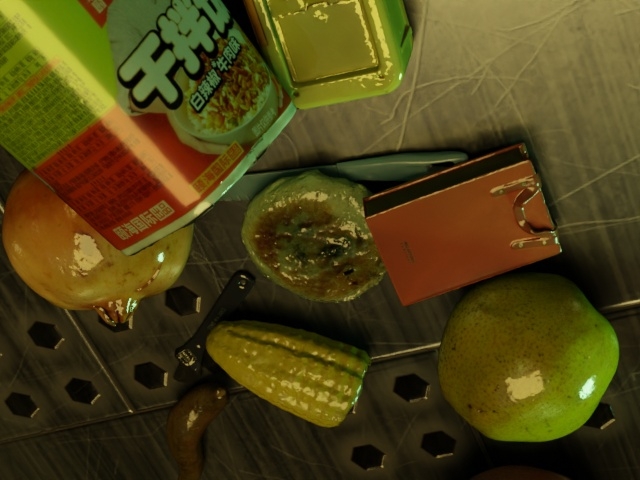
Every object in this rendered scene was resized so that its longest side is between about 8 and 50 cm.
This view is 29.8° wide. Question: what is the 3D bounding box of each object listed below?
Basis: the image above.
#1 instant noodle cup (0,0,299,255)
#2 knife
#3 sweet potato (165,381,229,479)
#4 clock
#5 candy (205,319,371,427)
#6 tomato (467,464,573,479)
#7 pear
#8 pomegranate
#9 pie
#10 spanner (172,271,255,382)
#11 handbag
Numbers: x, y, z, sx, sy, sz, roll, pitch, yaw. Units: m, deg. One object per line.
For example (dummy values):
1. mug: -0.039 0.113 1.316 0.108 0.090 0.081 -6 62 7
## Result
1. instant noodle cup: -0.203 -0.168 1.146 0.294 0.294 0.308 -34 106 29
2. knife: 0.014 -0.070 1.351 0.313 0.019 0.044 -4 126 17
3. sweet potato: -0.173 0.256 1.590 0.069 0.059 0.249 11 131 -11
4. clock: 0.002 -0.241 1.183 0.143 0.096 0.202 -8 121 20
5. candy: -0.045 0.152 1.468 0.199 0.094 0.106 22 91 2
6. tomato: 0.244 0.402 1.482 0.224 0.256 0.256 29 130 25
7. pear: 0.229 0.130 1.346 0.198 0.198 0.198 6 125 8
8. pomegranate: -0.246 -0.015 1.328 0.209 0.209 0.209 6 125 8
9. pie: 0.000 0.000 1.375 0.187 0.041 0.187 5 130 6
10. spanner: -0.136 0.112 1.508 0.046 0.012 0.208 30 124 -10
11. handbag: 0.156 -0.017 1.306 0.190 0.063 0.127 -19 119 8
